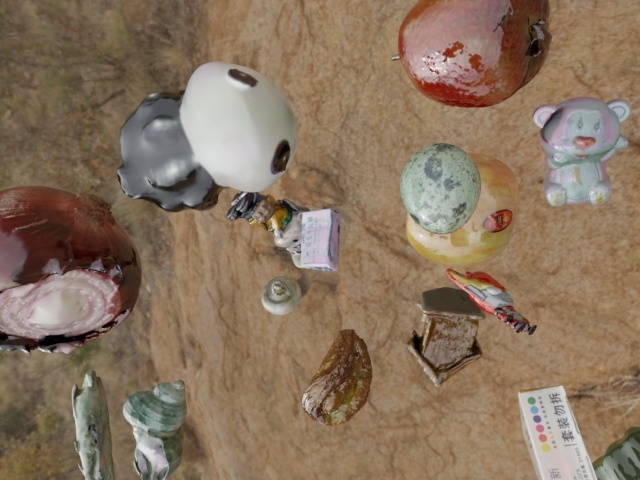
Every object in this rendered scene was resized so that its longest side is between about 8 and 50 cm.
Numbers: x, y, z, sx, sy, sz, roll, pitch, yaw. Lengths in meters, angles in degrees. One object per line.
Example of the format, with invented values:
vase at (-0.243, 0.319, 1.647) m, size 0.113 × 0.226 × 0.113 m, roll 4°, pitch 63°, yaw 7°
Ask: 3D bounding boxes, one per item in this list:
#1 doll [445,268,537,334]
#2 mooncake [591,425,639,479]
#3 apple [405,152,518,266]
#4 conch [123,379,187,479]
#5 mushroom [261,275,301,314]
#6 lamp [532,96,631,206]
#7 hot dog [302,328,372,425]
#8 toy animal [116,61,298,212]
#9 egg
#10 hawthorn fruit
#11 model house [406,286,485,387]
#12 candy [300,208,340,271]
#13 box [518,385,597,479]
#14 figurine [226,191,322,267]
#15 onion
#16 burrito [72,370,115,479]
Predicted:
doll at (0.303, 0.105, 0.911) m, size 0.057 × 0.109 × 0.169 m, roll -64°, pitch 33°, yaw 27°
mooncake at (0.810, 0.577, 1.238) m, size 0.187 × 0.351 × 0.351 m, roll -114°, pitch 26°, yaw -51°
apple at (0.462, -0.099, 1.747) m, size 0.346 × 0.391 × 0.391 m, roll 6°, pitch 119°, yaw 7°
conch at (-0.445, 0.502, 1.419) m, size 0.220 × 0.195 × 0.277 m, roll 24°, pitch 86°, yaw 49°
mushroom at (-0.082, 0.105, 1.057) m, size 0.085 × 0.085 × 0.079 m, roll 36°, pitch 156°, yaw 33°
lamp at (0.752, -0.272, 1.513) m, size 0.247 × 0.247 × 0.301 m, roll 1°, pitch 120°, yaw 24°
hot dog at (0.031, 0.199, 0.761) m, size 0.065 × 0.147 × 0.099 m, roll 1°, pitch 130°, yaw 39°
toy animal at (-0.166, -0.165, 0.826) m, size 0.267 × 0.212 × 0.212 m, roll -17°, pitch 96°, yaw 15°
egg at (0.199, -0.084, 0.864) m, size 0.132 × 0.172 × 0.132 m, roll 4°, pitch 140°, yaw 4°
hawthorn fruit at (0.297, -0.421, 1.109) m, size 0.369 × 0.285 × 0.284 m, roll 0°, pitch 108°, yaw 48°
model house at (0.342, 0.262, 1.436) m, size 0.220 × 0.199 × 0.229 m, roll 12°, pitch 103°, yaw -2°
candy at (0.000, 0.000, 1.358) m, size 0.092 × 0.073 × 0.160 m, roll -4°, pitch 75°, yaw 27°
box at (0.459, 0.417, 1.014) m, size 0.091 × 0.274 × 0.220 m, roll -16°, pitch 61°, yaw 14°
figurine at (-0.115, -0.068, 1.656) m, size 0.332 × 0.204 × 0.185 m, roll 40°, pitch 143°, yaw -16°
onion at (-0.519, 0.049, 0.980) m, size 0.341 × 0.341 × 0.341 m, roll 26°, pitch 127°, yaw 40°
burrito at (-0.549, 0.469, 1.263) m, size 0.096 × 0.066 × 0.309 m, roll 50°, pitch -161°, yaw -63°
